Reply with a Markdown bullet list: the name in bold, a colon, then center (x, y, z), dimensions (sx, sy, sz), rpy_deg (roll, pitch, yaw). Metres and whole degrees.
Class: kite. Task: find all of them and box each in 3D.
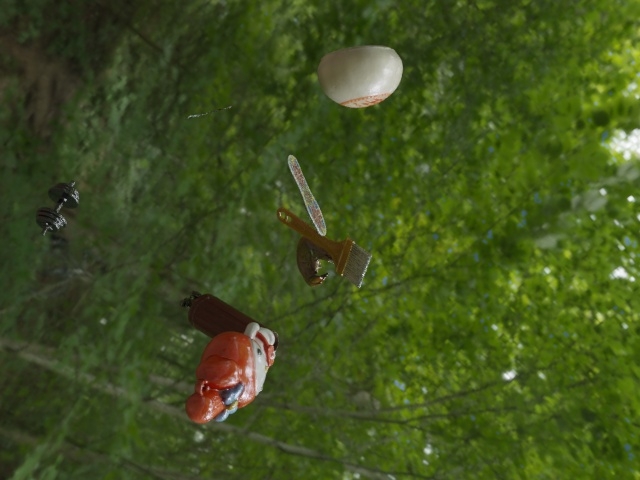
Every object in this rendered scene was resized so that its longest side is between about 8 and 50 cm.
- **kite**: center (-0.260, -0.294, 1.733), dimensions (0.139, 0.011, 0.157), rpy_deg (-10, -168, 33)

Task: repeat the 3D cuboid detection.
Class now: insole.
- **insole**: center (-0.029, -0.096, 1.629), dimensions (0.006, 0.193, 0.065), rpy_deg (-18, -167, 23)

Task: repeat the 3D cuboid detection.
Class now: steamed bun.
- **steamed bun**: center (0.109, -0.432, 2.035), dimensions (0.232, 0.232, 0.145), rpy_deg (-5, -89, 51)

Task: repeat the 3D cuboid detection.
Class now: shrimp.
- **shrimp**: center (-0.004, 0.053, 2.065), dimensions (0.249, 0.068, 0.150), rpy_deg (-4, -89, 63)

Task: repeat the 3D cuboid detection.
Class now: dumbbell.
- **dumbbell**: center (-0.798, -0.101, 2.289), dimensions (0.099, 0.099, 0.208), rpy_deg (-18, -137, 43)

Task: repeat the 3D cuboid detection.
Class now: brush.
- **brush**: center (0.000, 0.000, 1.759), dimensions (0.013, 0.272, 0.103), rpy_deg (-31, 147, -46)

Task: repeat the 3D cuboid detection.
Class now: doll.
- **doll**: center (-0.179, 0.264, 1.522), dimensions (0.130, 0.161, 0.290), rpy_deg (8, -163, 21)

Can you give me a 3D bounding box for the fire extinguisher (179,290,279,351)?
- **fire extinguisher**: center (-0.257, 0.222, 2.034), dimensions (0.337, 0.147, 0.106), rpy_deg (27, -91, 32)
